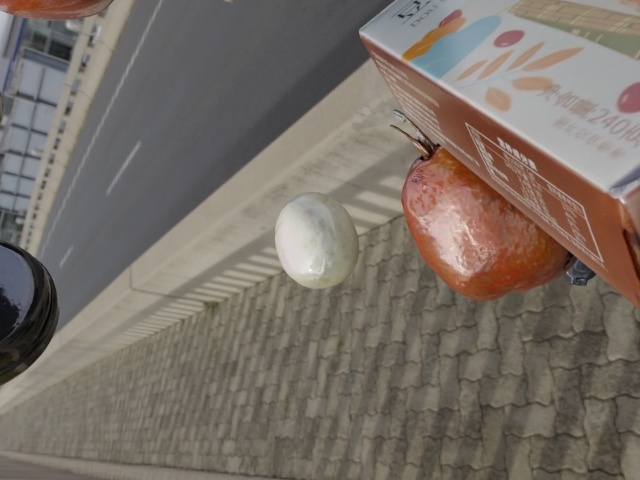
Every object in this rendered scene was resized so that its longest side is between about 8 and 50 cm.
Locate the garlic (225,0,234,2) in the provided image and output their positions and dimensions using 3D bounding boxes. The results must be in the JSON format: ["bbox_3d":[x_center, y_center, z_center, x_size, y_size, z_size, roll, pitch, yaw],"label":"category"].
[{"bbox_3d":[-0.094,-0.430,0.693,0.317,0.317,0.260,43,123,59],"label":"garlic"}]

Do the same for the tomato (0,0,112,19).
[{"bbox_3d":[-0.500,-0.570,1.030,0.341,0.272,0.342,-169,90,-84],"label":"tomato"}]

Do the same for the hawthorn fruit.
[{"bbox_3d":[0.194,-0.056,0.724,0.211,0.299,0.211,-37,16,13],"label":"hawthorn fruit"}]

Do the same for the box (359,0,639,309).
[{"bbox_3d":[0.257,-0.184,0.448,0.344,0.122,0.385,-37,36,5],"label":"box"}]

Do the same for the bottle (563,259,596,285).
[{"bbox_3d":[0.493,0.034,1.129,0.244,0.072,0.082,-26,-55,-78],"label":"bottle"}]

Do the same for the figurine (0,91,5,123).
[{"bbox_3d":[-0.507,-0.227,0.597,0.365,0.206,0.218,61,156,-2],"label":"figurine"}]

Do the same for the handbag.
[{"bbox_3d":[-0.540,0.093,0.807,0.093,0.307,0.254,114,159,-49],"label":"handbag"}]

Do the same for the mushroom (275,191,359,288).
[{"bbox_3d":[0.000,0.000,1.408,0.246,0.202,0.246,8,102,43],"label":"mushroom"}]
